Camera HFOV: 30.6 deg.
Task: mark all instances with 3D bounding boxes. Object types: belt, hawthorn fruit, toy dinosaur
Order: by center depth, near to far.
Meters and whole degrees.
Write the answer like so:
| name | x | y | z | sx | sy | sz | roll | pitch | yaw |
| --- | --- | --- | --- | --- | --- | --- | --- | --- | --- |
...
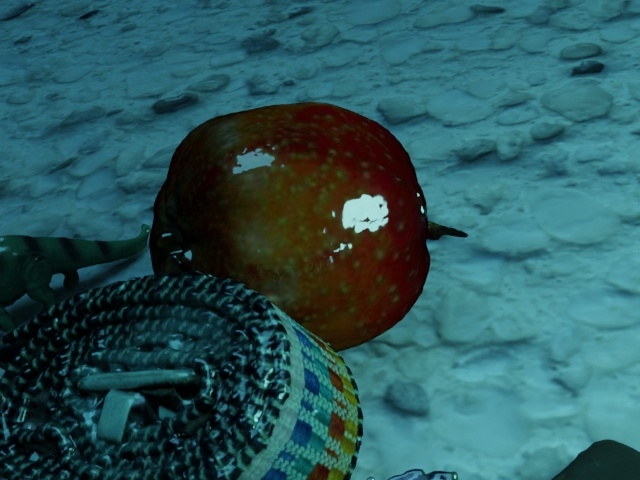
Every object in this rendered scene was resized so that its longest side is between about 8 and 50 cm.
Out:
| name | x | y | z | sx | sy | sz | roll | pitch | yaw |
| --- | --- | --- | --- | --- | --- | --- | --- | --- | --- |
| belt | -0.114 | 0.146 | 0.909 | 0.295 | 0.160 | 0.207 | -11 | 58 | 29 |
| hawthorn fruit | 0.000 | 0.000 | 1.084 | 0.300 | 0.254 | 0.254 | 4 | 22 | -23 |
| toy dinosaur | -0.318 | 0.048 | 1.285 | 0.291 | 0.120 | 0.079 | -3 | 10 | -29 |

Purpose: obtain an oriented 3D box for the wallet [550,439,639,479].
| name | x | y | z | sx | sy | sz | roll | pitch | yaw |
| --- | --- | --- | --- | --- | --- | --- | --- | --- | --- |
| wallet | 0.255 | 0.227 | 0.738 | 0.165 | 0.042 | 0.309 | -30 | 33 | -27 |

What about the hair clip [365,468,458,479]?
| name | x | y | z | sx | sy | sz | roll | pitch | yaw |
| --- | --- | --- | --- | --- | --- | --- | --- | --- | --- |
| hair clip | 0.039 | 0.222 | 0.841 | 0.124 | 0.052 | 0.195 | 13 | 34 | 31 |
